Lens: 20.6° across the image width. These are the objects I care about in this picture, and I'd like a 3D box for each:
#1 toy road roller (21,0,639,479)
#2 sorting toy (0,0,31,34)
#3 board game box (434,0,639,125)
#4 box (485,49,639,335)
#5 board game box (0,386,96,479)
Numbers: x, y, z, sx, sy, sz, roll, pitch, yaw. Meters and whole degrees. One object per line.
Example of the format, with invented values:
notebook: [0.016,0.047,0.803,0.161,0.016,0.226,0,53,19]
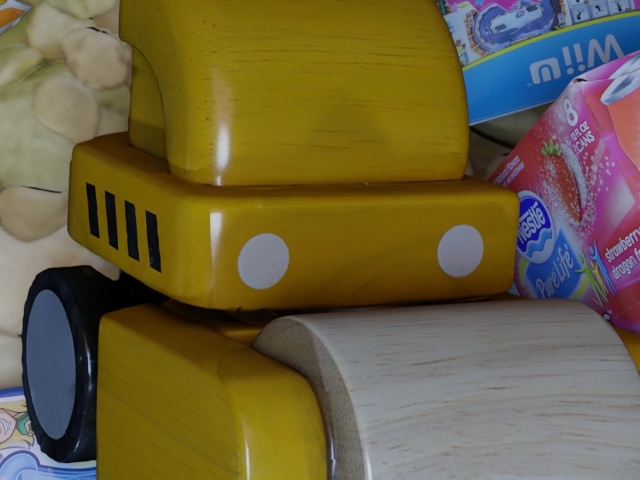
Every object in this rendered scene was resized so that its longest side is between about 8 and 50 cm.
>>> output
toy road roller: [0.000,0.000,0.771,0.202,0.329,0.241,-3,103,-27]
sorting toy: [-0.213,-0.127,0.950,0.075,0.045,0.083,-42,106,10]
board game box: [0.093,-0.225,0.888,0.224,0.097,0.303,-16,114,0]
box: [0.159,0.000,0.843,0.122,0.257,0.128,-24,79,-16]
board game box: [-0.124,0.172,0.887,0.136,0.035,0.201,-7,76,-7]
